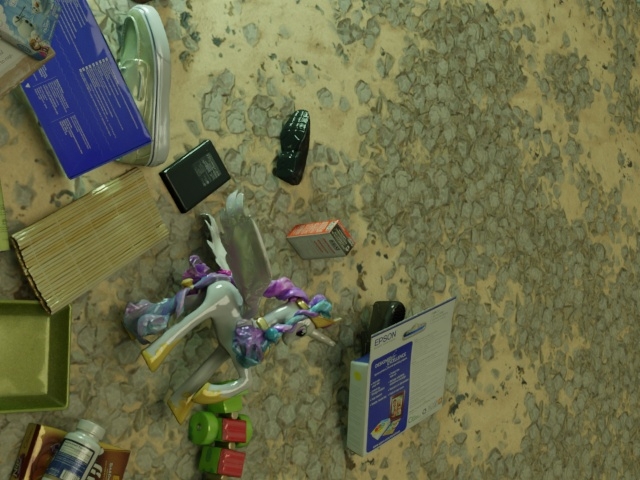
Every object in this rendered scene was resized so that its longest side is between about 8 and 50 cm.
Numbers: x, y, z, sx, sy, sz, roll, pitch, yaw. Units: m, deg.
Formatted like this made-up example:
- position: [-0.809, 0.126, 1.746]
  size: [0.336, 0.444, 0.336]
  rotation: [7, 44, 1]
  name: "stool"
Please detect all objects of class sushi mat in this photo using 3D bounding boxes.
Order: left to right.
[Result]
- position: [-0.405, -0.006, 1.653]
  size: [0.316, 0.019, 0.152]
  rotation: [-39, 113, -47]
  name: "sushi mat"

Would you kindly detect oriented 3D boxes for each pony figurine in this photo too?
- position: [-0.177, 0.119, 1.720]
  size: [0.363, 0.303, 0.351]
  rotation: [-30, 94, -15]
  name: "pony figurine"

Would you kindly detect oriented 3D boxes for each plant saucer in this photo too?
- position: [-0.517, 0.194, 1.549]
  size: [0.188, 0.045, 0.188]
  rotation: [5, 83, -42]
  name: "plant saucer"

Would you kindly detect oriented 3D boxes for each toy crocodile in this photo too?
- position: [-0.192, 0.438, 1.783]
  size: [0.115, 0.105, 0.341]
  rotation: [16, 77, -40]
  name: "toy crocodile"

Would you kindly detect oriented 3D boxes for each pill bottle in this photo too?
- position: [-0.411, 0.365, 1.546]
  size: [0.067, 0.067, 0.120]
  rotation: [42, 59, -31]
  name: "pill bottle"

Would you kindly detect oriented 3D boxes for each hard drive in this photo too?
- position: [-0.249, -0.128, 1.834]
  size: [0.135, 0.022, 0.094]
  rotation: [-42, 114, -36]
  name: "hard drive"

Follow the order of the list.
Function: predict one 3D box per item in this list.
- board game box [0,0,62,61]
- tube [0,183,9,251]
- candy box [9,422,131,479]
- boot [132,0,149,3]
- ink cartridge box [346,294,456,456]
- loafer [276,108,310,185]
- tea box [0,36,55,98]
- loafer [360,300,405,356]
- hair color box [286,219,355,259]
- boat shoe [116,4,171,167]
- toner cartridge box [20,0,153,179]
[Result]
- position: [-0.410, -0.310, 1.275]
  size: [0.090, 0.020, 0.090]
  rotation: [30, 59, -40]
  name: "board game box"
- position: [-0.557, -0.099, 1.521]
  size: [0.062, 0.070, 0.240]
  rotation: [-7, 91, -41]
  name: "tube"
- position: [-0.433, 0.395, 1.605]
  size: [0.186, 0.053, 0.109]
  rotation: [29, 67, -38]
  name: "candy box"
- position: [-0.297, -0.486, 1.757]
  size: [0.106, 0.114, 0.037]
  rotation: [-21, 100, -41]
  name: "boot"
- position: [0.182, 0.295, 2.087]
  size: [0.303, 0.072, 0.307]
  rotation: [-19, 119, -43]
  name: "ink cartridge box"
- position: [-0.053, -0.201, 2.002]
  size: [0.061, 0.062, 0.170]
  rotation: [38, 64, -58]
  name: "loafer"
- position: [-0.621, -0.233, 1.304]
  size: [0.329, 0.323, 0.220]
  rotation: [-51, 119, -32]
  name: "tea box"
- position: [0.130, 0.238, 2.116]
  size: [0.080, 0.078, 0.220]
  rotation: [20, 89, -52]
  name: "loafer"
- position: [0.000, 0.000, 1.968]
  size: [0.072, 0.141, 0.043]
  rotation: [54, 55, -25]
  name: "hair color box"
- position: [-0.339, -0.287, 1.711]
  size: [0.094, 0.109, 0.303]
  rotation: [-6, 93, -40]
  name: "boat shoe"
- position: [-0.441, -0.297, 1.596]
  size: [0.165, 0.075, 0.348]
  rotation: [-26, 106, -12]
  name: "toner cartridge box"
